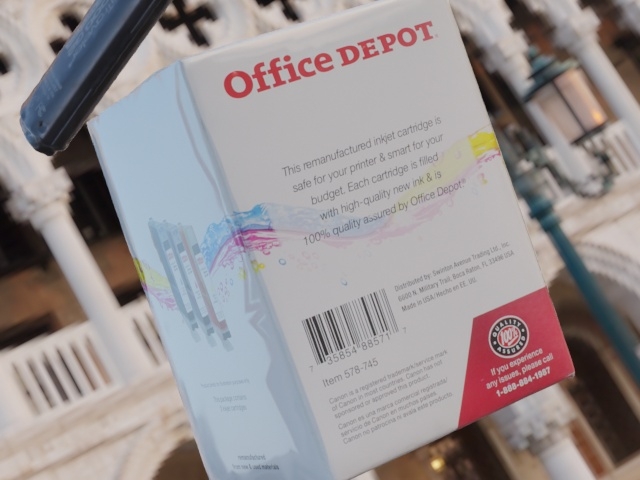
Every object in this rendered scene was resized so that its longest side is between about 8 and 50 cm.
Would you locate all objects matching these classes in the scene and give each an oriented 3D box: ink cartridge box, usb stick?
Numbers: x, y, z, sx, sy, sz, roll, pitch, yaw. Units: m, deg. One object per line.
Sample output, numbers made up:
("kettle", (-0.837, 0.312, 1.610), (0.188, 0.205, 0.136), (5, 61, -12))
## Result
("ink cartridge box", (0.000, 0.000, 0.634), (0.128, 0.176, 0.127), (-19, 2, -27))
("usb stick", (-0.165, -0.193, 1.257), (0.045, 0.077, 0.278), (26, -70, -38))
